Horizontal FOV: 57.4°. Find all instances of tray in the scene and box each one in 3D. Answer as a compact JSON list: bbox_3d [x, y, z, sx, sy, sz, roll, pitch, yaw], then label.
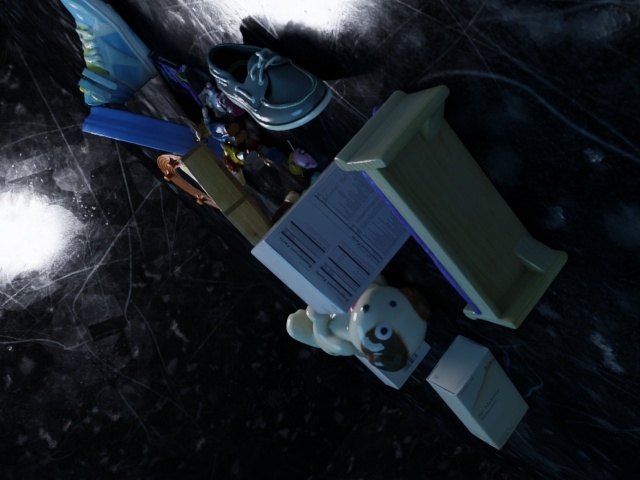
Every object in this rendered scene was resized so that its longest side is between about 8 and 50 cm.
[{"bbox_3d":[-0.179,-0.061,1.451,0.203,0.076,0.411,48,177,27],"label":"tray"}]

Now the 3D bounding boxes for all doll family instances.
[{"bbox_3d":[-0.222,-0.248,1.420,0.163,0.118,0.263,24,158,52],"label":"doll family"}]

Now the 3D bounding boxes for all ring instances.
[{"bbox_3d":[-0.339,-0.153,1.753,0.336,0.032,0.337,24,163,8],"label":"ring"}]

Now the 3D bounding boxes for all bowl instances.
[{"bbox_3d":[-0.447,-0.291,1.615,0.390,0.077,0.391,13,-175,-1],"label":"bowl"}]

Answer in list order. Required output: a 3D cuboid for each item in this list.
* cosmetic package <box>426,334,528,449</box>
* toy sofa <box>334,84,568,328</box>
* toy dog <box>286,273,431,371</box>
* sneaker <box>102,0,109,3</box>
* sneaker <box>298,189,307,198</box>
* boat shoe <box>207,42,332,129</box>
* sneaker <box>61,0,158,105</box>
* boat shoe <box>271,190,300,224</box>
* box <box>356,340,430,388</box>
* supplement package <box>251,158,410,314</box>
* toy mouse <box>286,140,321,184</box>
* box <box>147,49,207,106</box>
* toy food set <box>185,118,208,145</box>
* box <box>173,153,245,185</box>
[{"bbox_3d":[0.440,0.423,1.616,0.113,0.160,0.309,21,157,52],"label":"cosmetic package"},{"bbox_3d":[0.187,-0.043,0.882,0.362,0.150,0.177,47,164,-22],"label":"toy sofa"},{"bbox_3d":[0.131,0.236,1.635,0.395,0.285,0.408,44,164,-11],"label":"toy dog"},{"bbox_3d":[-0.535,-0.597,1.382,0.035,0.031,0.083,33,164,33],"label":"sneaker"},{"bbox_3d":[0.000,0.000,1.372,0.147,0.330,0.130,12,126,-11],"label":"sneaker"},{"bbox_3d":[-0.103,-0.280,1.019,0.319,0.116,0.099,34,169,48],"label":"boat shoe"},{"bbox_3d":[-0.556,-0.457,1.440,0.127,0.208,0.319,32,171,39],"label":"sneaker"},{"bbox_3d":[0.010,0.001,1.548,0.342,0.123,0.123,36,165,23],"label":"boat shoe"},{"bbox_3d":[0.230,0.358,1.930,0.182,0.181,0.119,43,166,-8],"label":"box"},{"bbox_3d":[0.033,-0.018,1.135,0.198,0.263,0.199,42,166,-5],"label":"supplement package"},{"bbox_3d":[-0.028,-0.161,1.346,0.143,0.031,0.161,32,163,35],"label":"toy mouse"},{"bbox_3d":[-0.360,-0.411,1.484,0.162,0.029,0.116,34,164,33],"label":"box"},{"bbox_3d":[-0.293,-0.247,1.435,0.078,0.019,0.122,49,165,26],"label":"toy food set"},{"bbox_3d":[-0.350,-0.230,1.857,0.203,0.103,0.114,38,166,12],"label":"box"}]
